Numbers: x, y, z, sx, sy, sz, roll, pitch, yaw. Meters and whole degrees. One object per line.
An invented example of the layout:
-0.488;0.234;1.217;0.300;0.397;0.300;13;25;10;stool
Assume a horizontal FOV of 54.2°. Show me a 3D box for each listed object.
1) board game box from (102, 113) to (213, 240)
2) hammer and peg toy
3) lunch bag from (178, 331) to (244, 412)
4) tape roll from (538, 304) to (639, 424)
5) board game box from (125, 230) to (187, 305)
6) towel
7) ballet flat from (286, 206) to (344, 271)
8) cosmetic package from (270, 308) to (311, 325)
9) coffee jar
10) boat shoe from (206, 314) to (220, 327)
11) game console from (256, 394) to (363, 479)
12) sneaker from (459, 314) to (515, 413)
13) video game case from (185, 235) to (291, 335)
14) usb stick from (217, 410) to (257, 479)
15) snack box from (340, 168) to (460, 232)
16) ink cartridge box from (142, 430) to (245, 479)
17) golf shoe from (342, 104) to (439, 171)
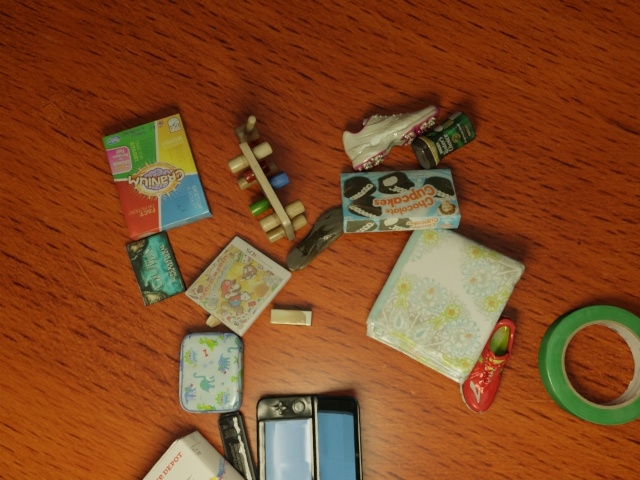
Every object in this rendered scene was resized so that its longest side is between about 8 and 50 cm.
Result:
-0.478;-0.186;1.839;0.242;0.064;0.316;-19;80;-2;board game box
-0.171;-0.175;1.731;0.127;0.266;0.361;-28;82;-4;hammer and peg toy
-0.301;0.362;1.724;0.176;0.090;0.219;-2;75;1;lunch bag
0.772;0.341;1.727;0.321;0.077;0.321;0;80;0;tape roll
-0.476;0.081;1.813;0.126;0.026;0.186;-22;81;-3;board game box
0.336;0.162;1.731;0.320;0.090;0.374;27;85;18;towel
0.000;0.000;1.812;0.084;0.058;0.250;38;76;28;ballet flat
-0.082;0.218;1.768;0.115;0.060;0.041;3;81;3;cosmetic package
0.357;-0.291;1.830;0.184;0.079;0.096;-34;120;-4;coffee jar
-0.244;0.199;1.771;0.170;0.063;0.059;-37;76;-6;boat shoe
-0.033;0.561;1.645;0.250;0.173;0.293;0;79;-13;game console
0.460;0.334;1.710;0.107;0.118;0.279;18;81;4;sneaker
-0.230;0.124;1.758;0.206;0.026;0.227;33;68;17;video game case
-0.217;0.611;1.710;0.077;0.045;0.278;-16;81;4;usb stick
0.221;-0.115;1.780;0.322;0.060;0.187;-3;51;0;snack box
-0.313;0.672;1.633;0.278;0.117;0.201;42;97;13;ink cartridge box
0.203;-0.330;1.833;0.306;0.115;0.140;-32;78;-6;golf shoe
